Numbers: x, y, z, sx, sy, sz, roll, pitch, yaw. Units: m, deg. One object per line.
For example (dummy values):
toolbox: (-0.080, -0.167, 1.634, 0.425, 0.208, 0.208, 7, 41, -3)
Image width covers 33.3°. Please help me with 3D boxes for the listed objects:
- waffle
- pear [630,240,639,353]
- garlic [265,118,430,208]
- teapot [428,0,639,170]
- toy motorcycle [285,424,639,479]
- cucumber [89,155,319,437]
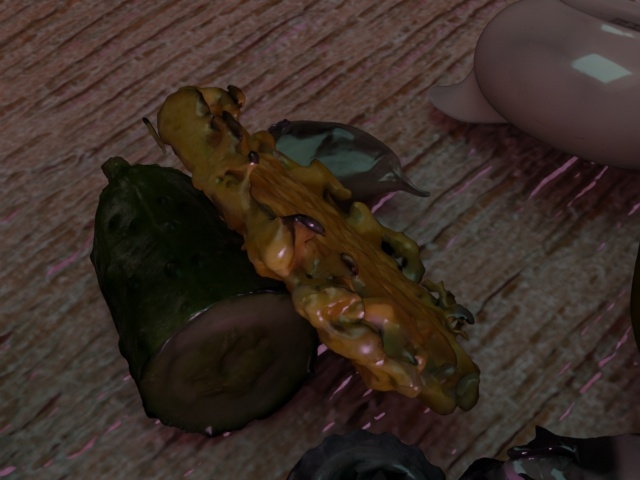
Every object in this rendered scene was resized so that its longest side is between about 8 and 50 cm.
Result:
waffle: (0.002, -0.002, 0.705, 0.280, 0.262, 0.060, 43, 100, -5)
pear: (0.307, 0.026, 0.681, 0.212, 0.212, 0.269, 27, 53, 24)
garlic: (0.006, -0.058, 0.867, 0.152, 0.066, 0.084, -10, 78, 1)
teapot: (0.229, -0.111, 0.845, 0.298, 0.139, 0.204, 31, 27, 29)
toy motorcycle: (0.138, 0.201, 0.582, 0.327, 0.143, 0.188, 7, 52, -11)
cucumber: (-0.106, 0.016, 0.770, 0.134, 0.134, 0.244, -23, 49, -15)
